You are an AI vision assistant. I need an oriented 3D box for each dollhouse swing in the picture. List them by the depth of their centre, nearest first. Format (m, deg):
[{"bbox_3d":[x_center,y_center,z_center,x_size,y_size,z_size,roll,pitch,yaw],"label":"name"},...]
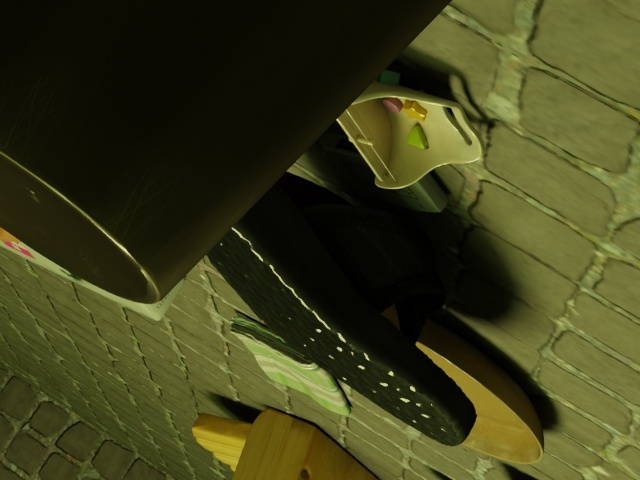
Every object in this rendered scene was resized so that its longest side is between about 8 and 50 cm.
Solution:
[{"bbox_3d":[-0.036,0.415,2.001,0.305,0.315,0.347,-12,136,41],"label":"dollhouse swing"}]

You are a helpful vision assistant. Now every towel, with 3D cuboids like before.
[{"bbox_3d":[-0.031,0.136,1.621,0.113,0.023,0.152,27,163,26],"label":"towel"}]

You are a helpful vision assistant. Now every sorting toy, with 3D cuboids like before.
[{"bbox_3d":[0.051,-0.066,0.852,0.075,0.045,0.083,11,153,37],"label":"sorting toy"}]

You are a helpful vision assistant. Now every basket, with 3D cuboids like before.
[{"bbox_3d":[-0.054,-0.103,0.608,0.204,0.227,0.154,33,164,6],"label":"basket"}]

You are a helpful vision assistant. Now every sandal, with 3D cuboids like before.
[{"bbox_3d":[0.001,0.000,1.006,0.167,0.107,0.446,26,163,45],"label":"sandal"}]

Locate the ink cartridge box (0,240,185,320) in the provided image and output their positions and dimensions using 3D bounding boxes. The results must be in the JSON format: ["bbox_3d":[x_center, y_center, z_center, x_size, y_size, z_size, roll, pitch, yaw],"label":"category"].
[{"bbox_3d":[-0.297,-0.039,1.572,0.275,0.060,0.239,22,161,36],"label":"ink cartridge box"}]

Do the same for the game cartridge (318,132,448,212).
[{"bbox_3d":[0.041,-0.042,0.980,0.083,0.017,0.056,18,154,44],"label":"game cartridge"}]

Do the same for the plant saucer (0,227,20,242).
[{"bbox_3d":[-0.351,-0.074,1.505,0.200,0.037,0.200,32,147,24],"label":"plant saucer"}]

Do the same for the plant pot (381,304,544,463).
[{"bbox_3d":[0.091,0.110,1.293,0.236,0.032,0.236,32,163,11],"label":"plant pot"}]
